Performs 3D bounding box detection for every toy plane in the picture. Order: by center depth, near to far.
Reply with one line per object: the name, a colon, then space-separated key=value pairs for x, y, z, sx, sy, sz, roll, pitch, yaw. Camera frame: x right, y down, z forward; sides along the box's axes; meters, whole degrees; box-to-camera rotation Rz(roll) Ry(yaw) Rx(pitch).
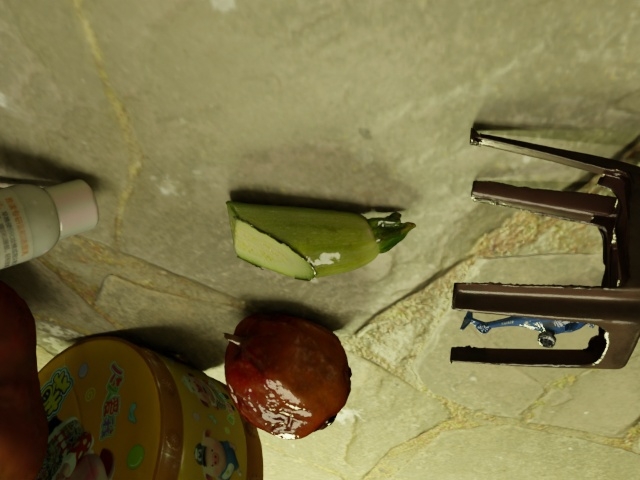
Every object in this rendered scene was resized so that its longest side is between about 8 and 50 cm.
toy plane: x=0.247 y=0.091 z=1.217 sx=0.167 sy=0.054 sz=0.062 roll=-13 pitch=123 yaw=37

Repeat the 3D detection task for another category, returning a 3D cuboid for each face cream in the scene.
face cream: x=-0.351 y=-0.002 z=1.023 sx=0.269 sy=0.082 sz=0.082 roll=-19 pitch=170 yaw=-32

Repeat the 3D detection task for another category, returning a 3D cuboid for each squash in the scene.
squash: x=-0.002 y=0.002 z=1.065 sx=0.200 sy=0.075 sz=0.090 roll=2 pitch=128 yaw=10

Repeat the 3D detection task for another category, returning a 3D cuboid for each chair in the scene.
chair: x=0.282 y=0.015 z=0.882 sx=0.326 sy=0.183 sz=0.176 roll=5 pitch=156 yaw=10

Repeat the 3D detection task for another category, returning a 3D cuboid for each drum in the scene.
drum: x=-0.304 y=0.364 z=1.539 sx=0.431 sy=0.431 sz=0.214 roll=-13 pitch=149 yaw=38

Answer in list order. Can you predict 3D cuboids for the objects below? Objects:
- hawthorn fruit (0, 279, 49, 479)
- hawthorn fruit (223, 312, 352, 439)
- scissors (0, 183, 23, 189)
hawthorn fruit: x=-0.597 y=0.211 z=1.292 sx=0.471 sy=0.472 sz=0.472 roll=7 pitch=155 yaw=3
hawthorn fruit: x=-0.045 y=0.180 z=1.364 sx=0.173 sy=0.174 sz=0.179 roll=3 pitch=155 yaw=11
scissors: x=-0.390 y=-0.061 z=1.114 sx=0.212 sy=0.021 sz=0.110 roll=7 pitch=152 yaw=3
